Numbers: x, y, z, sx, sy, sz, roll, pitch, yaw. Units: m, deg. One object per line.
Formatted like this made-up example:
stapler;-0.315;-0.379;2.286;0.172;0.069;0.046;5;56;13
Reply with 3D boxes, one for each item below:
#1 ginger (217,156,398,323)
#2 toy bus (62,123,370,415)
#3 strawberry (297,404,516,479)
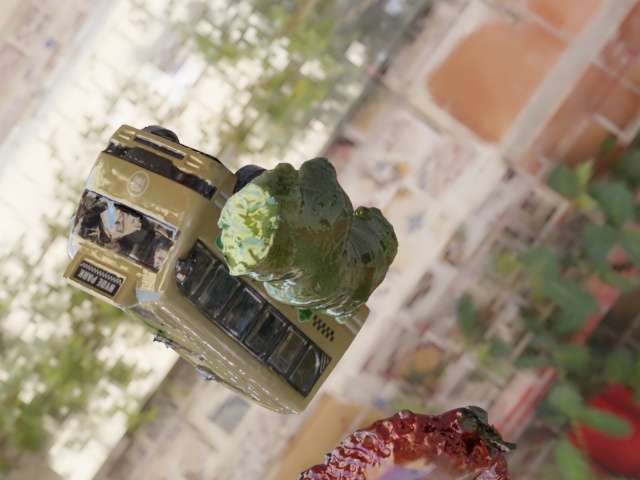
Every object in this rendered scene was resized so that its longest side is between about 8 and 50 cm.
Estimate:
ginger;-0.001;0.000;1.664;0.089;0.137;0.290;-3;160;26
toy bus;-0.107;0.035;1.875;0.177;0.202;0.365;23;166;37
strawberry;0.058;0.162;1.179;0.048;0.152;0.104;-106;-10;-55
